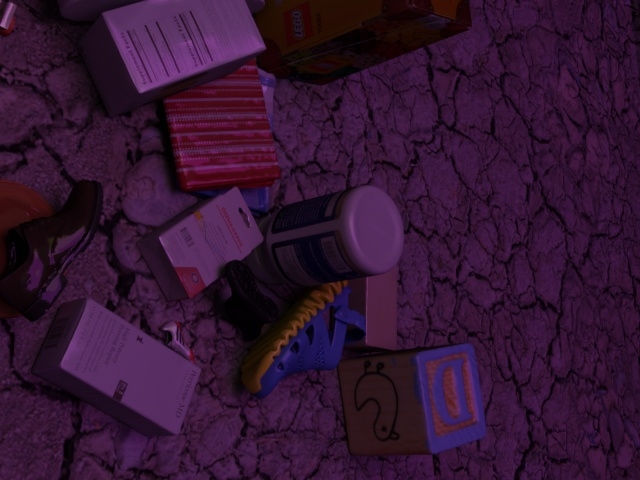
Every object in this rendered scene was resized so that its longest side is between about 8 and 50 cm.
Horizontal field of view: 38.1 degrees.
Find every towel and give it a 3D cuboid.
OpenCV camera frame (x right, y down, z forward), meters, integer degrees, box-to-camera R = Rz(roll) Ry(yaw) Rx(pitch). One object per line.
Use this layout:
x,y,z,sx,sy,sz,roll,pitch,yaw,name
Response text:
-0.180,-0.220,1.598,0.199,0.031,0.274,-8,83,-35,towel
-0.164,-0.199,1.656,0.209,0.034,0.284,18,67,-43,towel

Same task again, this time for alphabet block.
0.176,0.303,1.776,0.193,0.197,0.192,1,79,-48,alphabet block

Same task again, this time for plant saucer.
-0.438,0.009,1.301,0.200,0.037,0.199,15,69,-45,plant saucer

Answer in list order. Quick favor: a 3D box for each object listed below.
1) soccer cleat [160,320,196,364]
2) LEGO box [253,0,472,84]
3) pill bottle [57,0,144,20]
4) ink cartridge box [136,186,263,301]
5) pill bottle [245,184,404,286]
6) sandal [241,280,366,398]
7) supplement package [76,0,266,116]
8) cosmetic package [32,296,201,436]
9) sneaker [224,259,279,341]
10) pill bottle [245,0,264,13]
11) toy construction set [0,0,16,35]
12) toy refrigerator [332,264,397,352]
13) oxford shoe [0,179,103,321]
-0.230,0.170,1.495,0.036,0.029,0.083,-27,97,-38,soccer cleat
0.047,-0.589,1.730,0.193,0.373,0.500,0,81,-48,LEGO box
-0.362,-0.516,1.403,0.188,0.188,0.333,-15,92,-48,pill bottle
-0.195,0.002,1.542,0.198,0.067,0.115,-38,109,-42,ink cartridge box
0.000,0.000,1.610,0.153,0.265,0.153,13,72,-46,pill bottle
-0.015,0.177,1.637,0.138,0.126,0.317,52,49,-6,sandal
-0.238,-0.310,1.480,0.244,0.139,0.133,-27,95,-32,supplement package
-0.297,0.192,1.374,0.231,0.086,0.117,38,55,-34,cosmetic package
-0.134,0.103,1.558,0.170,0.089,0.051,53,41,-33,sneaker
-0.159,-0.527,1.676,0.124,0.124,0.221,2,79,-47,pill bottle
-0.533,-0.372,1.160,0.328,0.215,0.151,40,54,-34,toy construction set
0.084,0.079,1.814,0.102,0.094,0.269,16,70,-48,toy refrigerator
-0.375,-0.008,1.286,0.096,0.083,0.227,42,51,-27,oxford shoe
